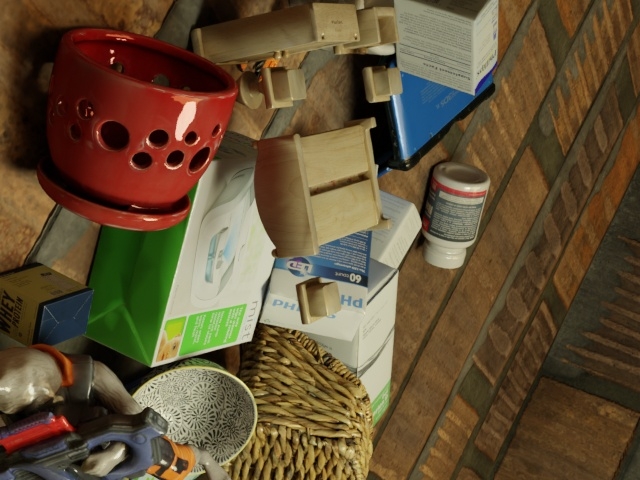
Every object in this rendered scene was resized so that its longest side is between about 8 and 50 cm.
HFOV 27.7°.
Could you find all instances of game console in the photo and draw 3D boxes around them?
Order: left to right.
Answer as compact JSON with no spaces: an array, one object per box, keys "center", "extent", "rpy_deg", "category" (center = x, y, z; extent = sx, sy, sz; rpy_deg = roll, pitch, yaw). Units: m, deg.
[{"center":[0.133,-0.222,2.040],"extent":[0.293,0.173,0.250],"rpy_deg":[-43,130,-43],"category":"game console"}]

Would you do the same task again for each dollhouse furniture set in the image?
[{"center":[-0.021,-0.099,1.591],"extent":[0.303,0.174,0.356],"rpy_deg":[-17,100,-59],"category":"dollhouse furniture set"}]

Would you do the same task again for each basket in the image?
[{"center":[-0.032,0.281,1.872],"extent":[0.223,0.213,0.299],"rpy_deg":[-81,-175,-46],"category":"basket"}]

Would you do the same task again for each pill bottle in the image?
[{"center":[0.244,-0.045,2.410],"extent":[0.108,0.108,0.180],"rpy_deg":[-29,136,-53],"category":"pill bottle"}]

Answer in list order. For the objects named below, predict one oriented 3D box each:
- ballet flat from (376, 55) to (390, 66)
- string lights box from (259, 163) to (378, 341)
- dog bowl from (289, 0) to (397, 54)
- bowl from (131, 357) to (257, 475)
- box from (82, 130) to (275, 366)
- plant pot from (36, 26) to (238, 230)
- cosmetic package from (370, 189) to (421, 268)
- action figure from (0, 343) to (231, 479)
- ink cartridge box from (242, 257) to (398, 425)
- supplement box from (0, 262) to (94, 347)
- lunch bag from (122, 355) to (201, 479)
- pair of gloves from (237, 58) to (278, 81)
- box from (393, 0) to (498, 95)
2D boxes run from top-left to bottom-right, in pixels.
[{"center":[0.126,-0.303,2.024],"extent":[0.168,0.057,0.052],"rpy_deg":[-62,167,13],"category":"ballet flat"},{"center":[0.000,0.000,1.790],"extent":[0.077,0.133,0.260],"rpy_deg":[113,-13,-52],"category":"string lights box"},{"center":[0.093,-0.416,1.793],"extent":[0.349,0.102,0.349],"rpy_deg":[-46,148,-39],"category":"dog bowl"},{"center":[-0.169,0.206,1.635],"extent":[0.080,0.170,0.170],"rpy_deg":[-113,-161,-57],"category":"bowl"},{"center":[-0.161,0.002,1.622],"extent":[0.231,0.126,0.262],"rpy_deg":[-6,116,-60],"category":"box"},{"center":[-0.199,-0.112,1.368],"extent":[0.191,0.191,0.174],"rpy_deg":[-16,128,-59],"category":"plant pot"},{"center":[0.057,0.029,2.088],"extent":[0.231,0.117,0.085],"rpy_deg":[-58,153,-15],"category":"cosmetic package"},{"center":[-0.297,0.227,1.426],"extent":[0.330,0.341,0.178],"rpy_deg":[62,17,-48],"category":"action figure"},{"center":[-0.003,0.142,1.949],"extent":[0.121,0.211,0.289],"rpy_deg":[-43,147,-41],"category":"ink cartridge box"},{"center":[-0.310,0.071,1.426],"extent":[0.083,0.083,0.056],"rpy_deg":[-19,128,-58],"category":"supplement box"},{"center":[-0.217,0.258,1.768],"extent":[0.219,0.090,0.176],"rpy_deg":[-27,135,-53],"category":"lunch bag"},{"center":[-0.080,-0.240,1.707],"extent":[0.074,0.010,0.083],"rpy_deg":[-58,151,-15],"category":"pair of gloves"},{"center":[0.174,-0.288,1.795],"extent":[0.072,0.126,0.137],"rpy_deg":[-52,152,-32],"category":"box"}]
